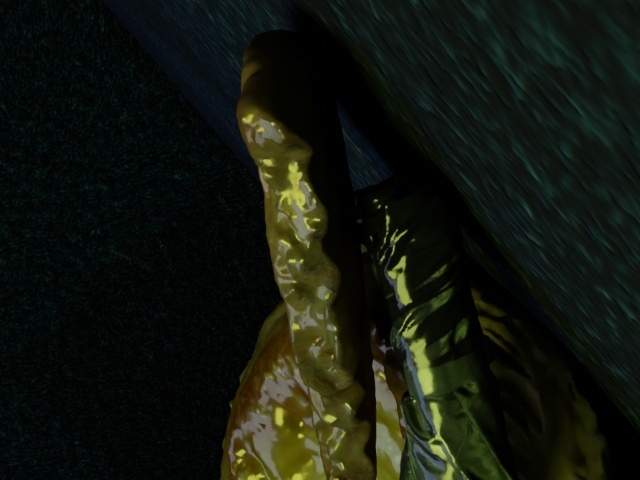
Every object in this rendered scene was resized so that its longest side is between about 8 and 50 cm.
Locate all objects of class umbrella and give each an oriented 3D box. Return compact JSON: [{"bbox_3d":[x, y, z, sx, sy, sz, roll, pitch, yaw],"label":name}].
[{"bbox_3d":[0.051,0.063,0.526,0.046,0.050,0.188,-34,-68,-54],"label":"umbrella"}]

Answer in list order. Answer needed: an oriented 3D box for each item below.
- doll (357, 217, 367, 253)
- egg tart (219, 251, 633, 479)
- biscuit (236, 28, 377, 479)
[{"bbox_3d":[0.019,0.025,1.020,0.183,0.085,0.217,46,168,26],"label":"doll"},{"bbox_3d":[0.069,0.169,0.686,0.132,0.341,0.341,-9,-139,-36],"label":"egg tart"},{"bbox_3d":[0.001,0.000,0.557,0.144,0.033,0.224,-89,-8,-51],"label":"biscuit"}]
